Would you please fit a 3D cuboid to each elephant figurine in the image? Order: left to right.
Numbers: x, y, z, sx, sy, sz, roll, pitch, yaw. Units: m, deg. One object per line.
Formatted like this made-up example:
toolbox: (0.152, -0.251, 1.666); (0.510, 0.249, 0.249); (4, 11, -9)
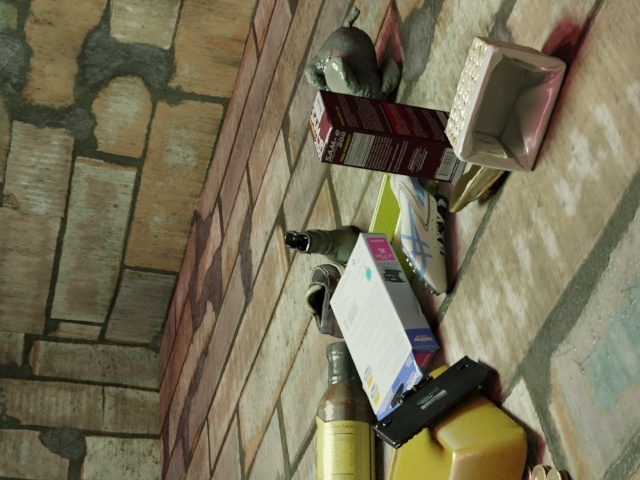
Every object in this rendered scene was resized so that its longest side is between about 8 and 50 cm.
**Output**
elephant figurine: (0.083, -0.310, 2.022); (0.169, 0.186, 0.239); (-35, 41, 4)

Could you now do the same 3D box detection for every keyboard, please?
keyboard: (0.158, 0.230, 1.459); (0.023, 0.180, 0.108); (61, 165, -21)

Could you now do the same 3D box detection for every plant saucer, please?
plant saucer: (0.139, -0.045, 1.836); (0.188, 0.045, 0.188); (-120, 41, -65)
plant saucer: (0.166, 0.376, 1.458); (0.333, 0.081, 0.332); (-143, 62, -74)

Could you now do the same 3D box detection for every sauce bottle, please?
sauce bottle: (0.047, 0.355, 1.842); (0.111, 0.112, 0.344); (128, 148, -59)

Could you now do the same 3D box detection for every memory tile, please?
memory tile: (0.268, 0.339, 1.279); (0.148, 0.012, 0.113); (155, 122, -71)

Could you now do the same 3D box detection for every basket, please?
basket: (0.253, -0.195, 1.417); (0.103, 0.113, 0.167); (-107, 29, -63)

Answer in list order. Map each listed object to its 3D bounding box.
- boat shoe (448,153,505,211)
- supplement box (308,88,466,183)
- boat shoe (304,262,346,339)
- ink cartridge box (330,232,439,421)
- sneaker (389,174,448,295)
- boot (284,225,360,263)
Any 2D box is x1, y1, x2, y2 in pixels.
boat shoe: (0.237, -0.083, 1.525); (0.135, 0.045, 0.050); (124, 160, -51)
supplement box: (0.110, -0.169, 1.649); (0.130, 0.240, 0.073); (-105, 28, -53)
boat shoe: (0.012, 0.118, 2.092); (0.285, 0.092, 0.102); (-117, 39, -63)
ink cartridge box: (0.112, 0.160, 1.737); (0.185, 0.065, 0.311); (112, 149, -41)
sneaker: (0.175, -0.024, 1.662); (0.086, 0.085, 0.237); (-22, 62, 22)
boot: (0.000, 0.000, 2.070); (0.246, 0.161, 0.083); (-173, 92, -73)
